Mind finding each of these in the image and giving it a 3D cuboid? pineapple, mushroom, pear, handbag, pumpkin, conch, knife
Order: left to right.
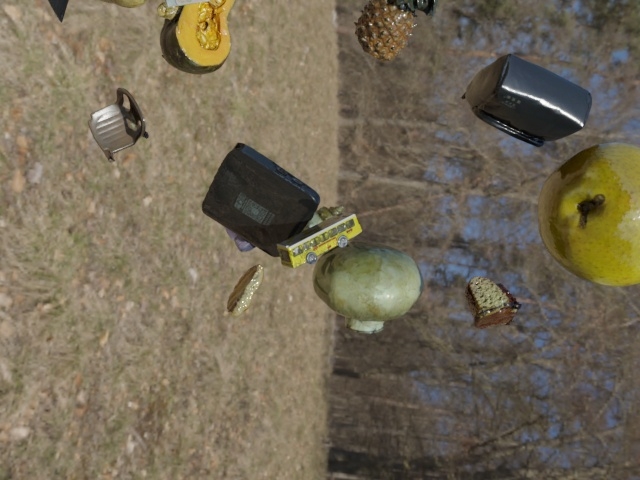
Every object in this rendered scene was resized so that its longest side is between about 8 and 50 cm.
[{"bbox_3d":[-0.504,-0.493,1.144,0.245,0.019,0.072,115,-15,-78],"label":"knife"},{"bbox_3d":[-0.369,-0.646,1.813,0.139,0.221,0.318,7,-92,58],"label":"pumpkin"},{"bbox_3d":[-0.025,-0.066,2.073,0.114,0.233,0.138,23,63,-63],"label":"conch"},{"bbox_3d":[0.145,0.136,1.908,0.352,0.351,0.261,-116,-151,-77],"label":"mushroom"},{"bbox_3d":[0.230,-0.619,1.578,0.364,0.165,0.166,-46,-150,42],"label":"pineapple"},{"bbox_3d":[0.573,-0.378,1.808,0.275,0.301,0.178,150,-41,-71],"label":"handbag"},{"bbox_3d":[0.738,-0.064,1.596,0.362,0.418,0.363,-11,-107,40],"label":"pear"}]

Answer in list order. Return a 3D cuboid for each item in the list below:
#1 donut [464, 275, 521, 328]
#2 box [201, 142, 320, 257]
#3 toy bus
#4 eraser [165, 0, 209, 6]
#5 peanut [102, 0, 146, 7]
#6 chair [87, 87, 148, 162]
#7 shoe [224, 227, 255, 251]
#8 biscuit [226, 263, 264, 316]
[{"bbox_3d":[0.463,0.176,1.743,0.144,0.186,0.126,-58,-138,48],"label":"donut"},{"bbox_3d":[-0.168,-0.104,1.734,0.290,0.288,0.073,-54,-174,46],"label":"box"},{"bbox_3d":[0.000,0.000,1.636,0.081,0.226,0.074,15,-53,59],"label":"toy bus"},{"bbox_3d":[-0.242,-0.450,1.141,0.038,0.083,0.019,79,8,-47],"label":"eraser"},{"bbox_3d":[-0.528,-0.656,1.616,0.229,0.103,0.098,33,-37,41],"label":"peanut"},{"bbox_3d":[-0.709,-0.400,2.192,0.176,0.183,0.326,63,-11,-5],"label":"chair"},{"bbox_3d":[-0.192,-0.082,1.926,0.245,0.137,0.095,-42,171,-19],"label":"shoe"},{"bbox_3d":[-0.236,0.162,1.990,0.118,0.061,0.183,-16,-138,60],"label":"biscuit"}]
